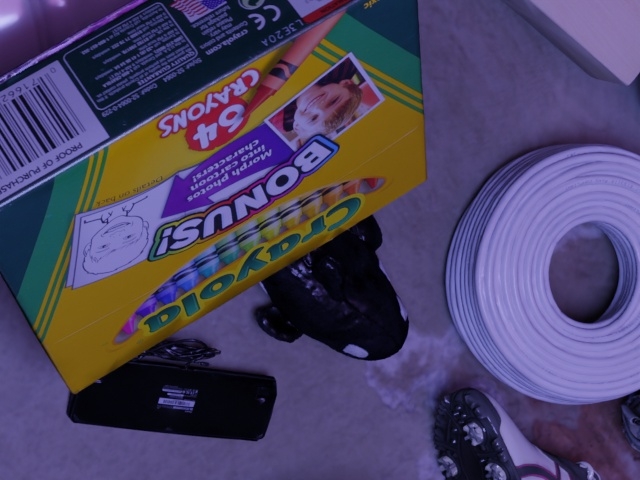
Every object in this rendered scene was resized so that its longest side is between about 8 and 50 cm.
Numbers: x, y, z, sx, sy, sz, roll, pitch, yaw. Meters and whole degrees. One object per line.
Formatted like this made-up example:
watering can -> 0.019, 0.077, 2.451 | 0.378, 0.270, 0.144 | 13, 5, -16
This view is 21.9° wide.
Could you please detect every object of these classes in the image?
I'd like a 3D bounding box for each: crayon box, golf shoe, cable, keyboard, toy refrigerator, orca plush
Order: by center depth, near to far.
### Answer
crayon box -> -0.093, -0.065, 1.294 | 0.363, 0.313, 0.106 | -31, 63, -10
orca plush -> 0.000, 0.000, 1.505 | 0.151, 0.102, 0.287 | -31, 105, -21
keyboard -> -0.132, 0.129, 1.521 | 0.192, 0.038, 0.100 | 9, 116, -22
toy refrigerator -> 0.210, -0.270, 1.569 | 0.269, 0.094, 0.102 | 37, 89, -19
cable -> 0.254, 0.035, 1.605 | 0.257, 0.089, 0.257 | -42, 102, -12
golf shoe -> 0.205, 0.241, 1.625 | 0.120, 0.105, 0.272 | -41, 114, -28

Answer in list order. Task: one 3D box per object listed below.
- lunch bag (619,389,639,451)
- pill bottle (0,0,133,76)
lunch bag -> 0.478, 0.210, 1.651 | 0.256, 0.212, 0.305 | -39, 104, 5
pill bottle -> -0.123, -0.227, 1.388 | 0.363, 0.210, 0.210 | -16, 100, -17
